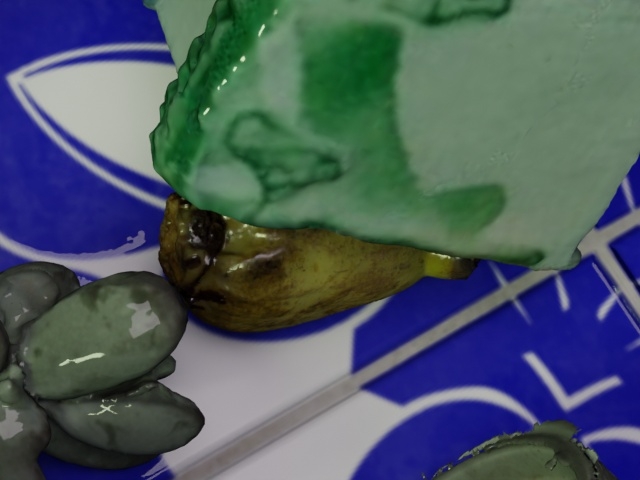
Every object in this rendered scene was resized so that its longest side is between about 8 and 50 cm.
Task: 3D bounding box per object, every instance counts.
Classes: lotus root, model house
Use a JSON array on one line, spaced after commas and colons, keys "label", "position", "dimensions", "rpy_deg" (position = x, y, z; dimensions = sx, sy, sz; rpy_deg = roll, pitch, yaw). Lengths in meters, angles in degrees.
[{"label": "lotus root", "position": [0.000, 0.000, 1.014], "dimensions": [0.190, 0.094, 0.108], "rpy_deg": [1, 102, -21]}, {"label": "model house", "position": [0.021, -0.167, 1.000], "dimensions": [0.267, 0.194, 0.325], "rpy_deg": [9, 36, -30]}]

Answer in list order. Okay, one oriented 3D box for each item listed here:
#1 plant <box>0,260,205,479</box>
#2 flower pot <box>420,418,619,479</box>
[{"label": "plant", "position": [-0.198, 0.081, 0.910], "dimensions": [0.274, 0.146, 0.149], "rpy_deg": [-6, 69, -13]}, {"label": "flower pot", "position": [0.092, 0.222, 0.899], "dimensions": [0.140, 0.235, 0.235], "rpy_deg": [46, 66, -18]}]
